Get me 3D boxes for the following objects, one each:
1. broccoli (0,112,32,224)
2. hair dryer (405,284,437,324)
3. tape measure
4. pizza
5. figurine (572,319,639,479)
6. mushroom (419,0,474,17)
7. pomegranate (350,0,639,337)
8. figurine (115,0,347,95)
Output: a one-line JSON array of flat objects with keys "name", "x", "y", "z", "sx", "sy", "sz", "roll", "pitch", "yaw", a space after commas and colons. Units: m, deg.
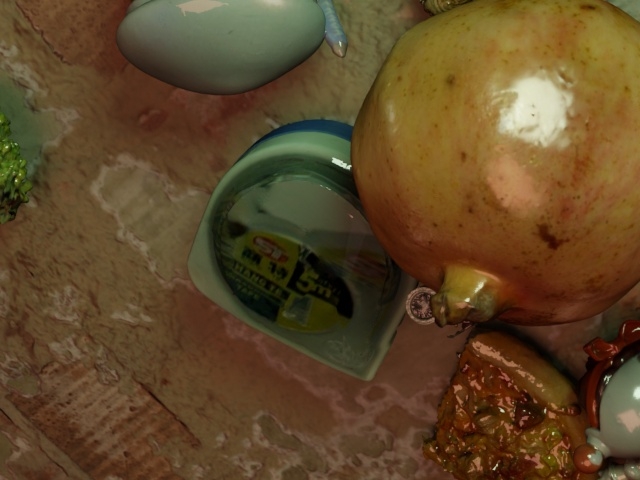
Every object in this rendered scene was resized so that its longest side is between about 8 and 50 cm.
[{"name": "broccoli", "x": -0.484, "y": -0.106, "z": 1.328, "sx": 0.243, "sy": 0.273, "sz": 0.180, "roll": -6, "pitch": 84, "yaw": 22}, {"name": "hair dryer", "x": 0.183, "y": 0.018, "z": 1.216, "sx": 0.183, "sy": 0.155, "sz": 0.044, "roll": -43, "pitch": 81, "yaw": 19}, {"name": "tape measure", "x": -0.001, "y": 0.002, "z": 1.264, "sx": 0.259, "sy": 0.138, "sz": 0.262, "roll": 26, "pitch": 125, "yaw": 2}, {"name": "pizza", "x": 0.230, "y": 0.251, "z": 1.363, "sx": 0.226, "sy": 0.086, "sz": 0.335, "roll": -19, "pitch": 113, "yaw": 27}, {"name": "figurine", "x": 0.351, "y": 0.201, "z": 1.234, "sx": 0.184, "sy": 0.160, "sz": 0.226, "roll": -24, "pitch": 100, "yaw": -8}, {"name": "mushroom", "x": 0.153, "y": -0.261, "z": 1.077, "sx": 0.127, "sy": 0.087, "sz": 0.127, "roll": 11, "pitch": 127, "yaw": 15}, {"name": "pomegranate", "x": 0.184, "y": -0.056, "z": 1.028, "sx": 0.338, "sy": 0.338, "sz": 0.338, "roll": 9, "pitch": 122, "yaw": 15}, {"name": "figurine", "x": -0.132, "y": -0.319, "z": 1.081, "sx": 0.225, "sy": 0.205, "sz": 0.381, "roll": -6, "pitch": 115, "yaw": 30}]
